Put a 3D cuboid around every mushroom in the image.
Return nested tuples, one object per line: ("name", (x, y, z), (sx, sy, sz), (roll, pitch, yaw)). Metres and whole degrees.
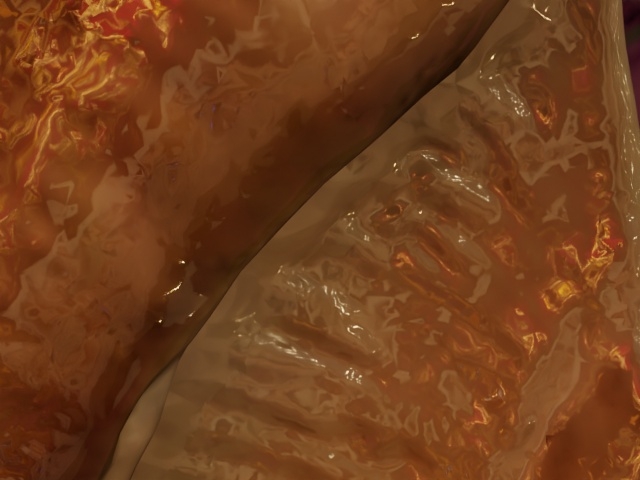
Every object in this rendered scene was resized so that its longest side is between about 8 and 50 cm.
("mushroom", (-0.042, -0.011, 0.542), (0.314, 0.397, 0.224), (-6, 23, -6))
